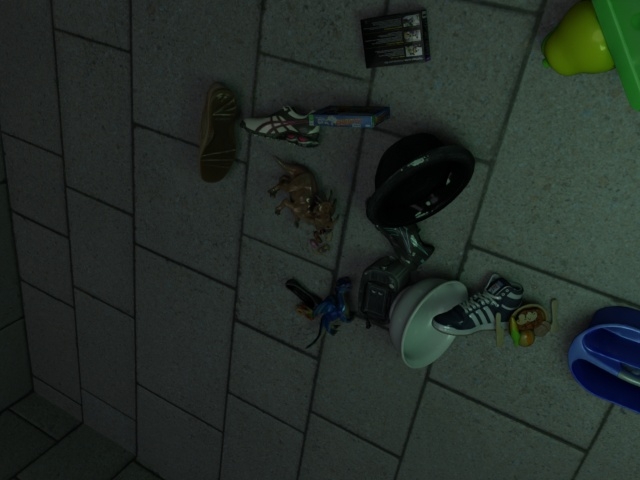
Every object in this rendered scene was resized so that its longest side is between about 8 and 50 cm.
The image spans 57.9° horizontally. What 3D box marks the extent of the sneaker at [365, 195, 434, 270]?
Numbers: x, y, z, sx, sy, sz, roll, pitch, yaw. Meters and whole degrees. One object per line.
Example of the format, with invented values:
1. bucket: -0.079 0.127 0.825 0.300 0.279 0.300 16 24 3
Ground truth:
1. sneaker: 0.241 -0.037 1.776 0.106 0.101 0.267 -37 93 18

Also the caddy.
1. caddy: 0.837 0.327 1.524 0.341 0.179 0.241 19 121 22

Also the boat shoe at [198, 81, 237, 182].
1. boat shoe: -0.352 -0.362 1.962 0.110 0.121 0.341 53 135 48

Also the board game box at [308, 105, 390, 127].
1. board game box: 0.083 -0.361 1.677 0.201 0.136 0.035 9 116 28

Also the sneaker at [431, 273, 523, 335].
1. sneaker: 0.457 0.183 1.665 0.282 0.099 0.153 -2 115 -17

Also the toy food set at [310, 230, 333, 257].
1. toy food set: 0.000 0.000 1.965 0.078 0.019 0.122 21 121 21

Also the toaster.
1. toaster: 0.203 0.162 1.841 0.129 0.146 0.227 17 119 24

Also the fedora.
1. fedora: 0.258 -0.183 1.621 0.334 0.334 0.153 -47 52 37

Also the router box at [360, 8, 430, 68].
1. router box: 0.203 -0.547 1.576 0.178 0.046 0.133 4 114 30

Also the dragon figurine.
1. dragon figurine: 0.028 0.246 2.001 0.289 0.085 0.144 -41 91 22

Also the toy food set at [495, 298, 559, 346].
1. toy food set: 0.595 0.242 1.644 0.192 0.038 0.132 -13 114 -4

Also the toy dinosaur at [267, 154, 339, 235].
1. toy dinosaur: -0.046 -0.151 1.867 0.200 0.127 0.296 -18 90 28

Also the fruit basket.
1. fruit basket: 0.678 -0.475 1.246 0.392 0.283 0.392 59 168 20

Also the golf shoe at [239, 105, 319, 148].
1. golf shoe: -0.124 -0.370 1.834 0.272 0.105 0.120 14 103 18

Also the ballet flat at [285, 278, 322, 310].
1. ballet flat: -0.058 0.205 2.075 0.173 0.049 0.057 39 124 7

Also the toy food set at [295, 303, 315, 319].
1. toy food set: -0.054 0.259 2.097 0.083 0.020 0.082 34 152 12

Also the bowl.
1. bowl: 0.305 0.226 1.755 0.134 0.297 0.298 33 128 41
